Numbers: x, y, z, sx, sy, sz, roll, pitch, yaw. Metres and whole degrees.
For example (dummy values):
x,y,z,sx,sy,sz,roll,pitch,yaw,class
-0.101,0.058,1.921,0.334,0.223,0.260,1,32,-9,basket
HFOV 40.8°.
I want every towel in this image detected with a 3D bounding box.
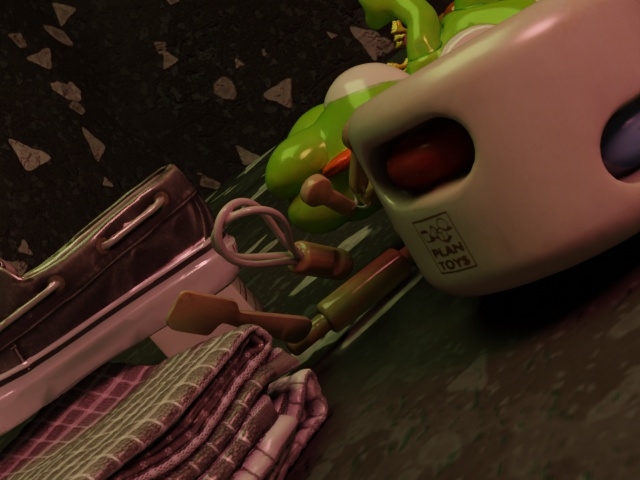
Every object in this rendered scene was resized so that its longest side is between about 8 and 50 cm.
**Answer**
x,y,z,sx,sy,sz,roll,pitch,yaw,class
-0.149,0.177,0.556,0.235,0.121,0.283,-28,15,44,towel

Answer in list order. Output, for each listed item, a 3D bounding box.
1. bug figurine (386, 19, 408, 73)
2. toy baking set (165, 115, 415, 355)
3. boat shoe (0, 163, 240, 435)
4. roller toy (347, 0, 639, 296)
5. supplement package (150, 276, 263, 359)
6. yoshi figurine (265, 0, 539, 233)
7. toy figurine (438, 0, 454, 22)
x,y,z,sx,sy,sz,roll,pitch,yaw,class
0.106,-0.217,1.109,0.072,0.278,0.216,4,-12,16,bug figurine
0.003,0.003,0.656,0.256,0.196,0.030,-40,51,-11,toy baking set
-0.224,0.056,0.643,0.335,0.119,0.121,-34,14,-20,boat shoe
0.125,-0.057,0.526,0.209,0.146,0.191,-28,5,14,roller toy
-0.157,0.050,0.949,0.105,0.179,0.105,-39,11,0,supplement package
0.098,-0.132,0.784,0.362,0.203,0.203,-34,-33,-13,yoshi figurine
0.228,-0.262,1.035,0.210,0.148,0.213,-31,14,37,toy figurine
